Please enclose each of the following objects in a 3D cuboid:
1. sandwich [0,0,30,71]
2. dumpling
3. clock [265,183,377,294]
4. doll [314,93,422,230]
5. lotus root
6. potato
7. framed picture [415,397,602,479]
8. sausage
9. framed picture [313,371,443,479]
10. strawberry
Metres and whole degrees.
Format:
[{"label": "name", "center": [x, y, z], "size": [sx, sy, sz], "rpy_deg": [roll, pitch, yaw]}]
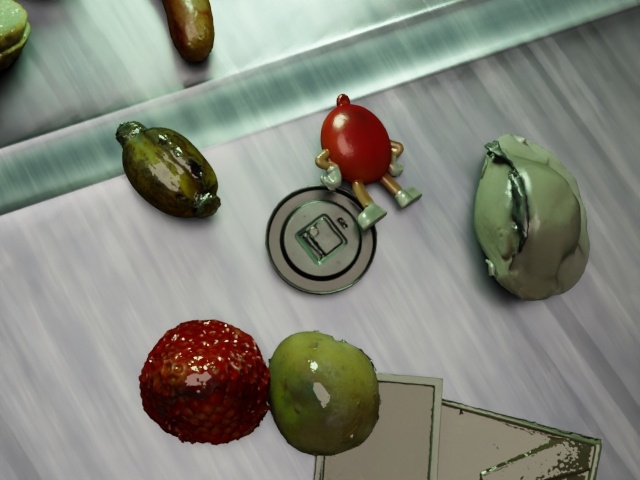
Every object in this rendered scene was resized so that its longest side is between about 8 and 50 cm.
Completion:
[{"label": "sandwich", "center": [-0.618, -0.349, 1.458], "size": [0.273, 0.095, 0.249], "rpy_deg": [32, 40, 2]}, {"label": "dumpling", "center": [0.356, -0.045, 1.504], "size": [0.205, 0.163, 0.292], "rpy_deg": [2, 68, 0]}, {"label": "clock", "center": [0.000, 0.000, 1.523], "size": [0.185, 0.040, 0.184], "rpy_deg": [1, 80, -4]}, {"label": "doll", "center": [0.063, -0.134, 1.522], "size": [0.183, 0.085, 0.217], "rpy_deg": [-28, 88, -39]}, {"label": "lotus root", "center": [-0.247, -0.114, 1.489], "size": [0.209, 0.120, 0.120], "rpy_deg": [43, 79, 4]}, {"label": "potato", "center": [-0.002, 0.234, 1.434], "size": [0.182, 0.117, 0.202], "rpy_deg": [-10, 79, 5]}, {"label": "framed picture", "center": [0.295, 0.389, 1.490], "size": [0.289, 0.016, 0.213], "rpy_deg": [15, 78, -2]}, {"label": "sausage", "center": [-0.261, -0.440, 1.564], "size": [0.103, 0.076, 0.302], "rpy_deg": [-34, 83, -2]}, {"label": "framed picture", "center": [0.091, 0.336, 1.472], "size": [0.197, 0.014, 0.252], "rpy_deg": [4, 79, 4]}, {"label": "strawberry", "center": [-0.174, 0.212, 1.367], "size": [0.205, 0.244, 0.205], "rpy_deg": [1, 82, -4]}]
